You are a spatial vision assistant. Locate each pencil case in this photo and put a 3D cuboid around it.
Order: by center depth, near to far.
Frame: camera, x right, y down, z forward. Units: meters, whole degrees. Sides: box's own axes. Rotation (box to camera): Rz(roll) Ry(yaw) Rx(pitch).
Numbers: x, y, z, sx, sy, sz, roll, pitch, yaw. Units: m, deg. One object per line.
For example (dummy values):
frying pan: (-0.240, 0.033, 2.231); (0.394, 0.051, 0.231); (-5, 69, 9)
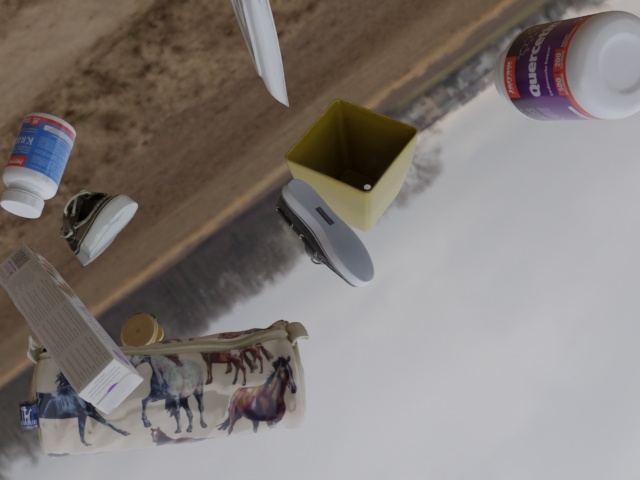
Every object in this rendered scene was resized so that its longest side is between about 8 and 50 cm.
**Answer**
pencil case: (-0.218, 0.210, 1.370); (0.411, 0.183, 0.159); (-6, -141, -4)

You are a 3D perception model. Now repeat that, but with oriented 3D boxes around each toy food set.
toy food set: (-0.359, 0.182, 1.871); (0.083, 0.082, 0.020); (-37, 152, -2)

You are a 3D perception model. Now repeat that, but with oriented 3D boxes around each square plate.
square plate: (-0.147, -0.489, 1.857); (0.049, 0.347, 0.344); (-17, 145, -5)

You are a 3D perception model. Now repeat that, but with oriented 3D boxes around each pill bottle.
pill bottle: (0.446, -0.307, 1.694); (0.182, 0.181, 0.323); (-37, -164, -13)
pill bottle: (-0.648, -0.169, 2.140); (0.124, 0.124, 0.221); (-31, -138, 60)

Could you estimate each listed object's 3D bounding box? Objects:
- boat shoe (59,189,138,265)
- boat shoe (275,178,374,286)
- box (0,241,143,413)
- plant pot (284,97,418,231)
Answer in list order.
boat shoe: (-0.289, -0.023, 1.169); (0.078, 0.070, 0.219); (-47, -173, -26)
boat shoe: (0.000, 0.000, 1.604); (0.080, 0.228, 0.076); (-25, 159, -49)
box: (-0.343, 0.108, 1.249); (0.067, 0.063, 0.324); (-47, -135, -6)
plant pot: (0.073, -0.147, 2.041); (0.212, 0.212, 0.187); (-51, 154, -29)
